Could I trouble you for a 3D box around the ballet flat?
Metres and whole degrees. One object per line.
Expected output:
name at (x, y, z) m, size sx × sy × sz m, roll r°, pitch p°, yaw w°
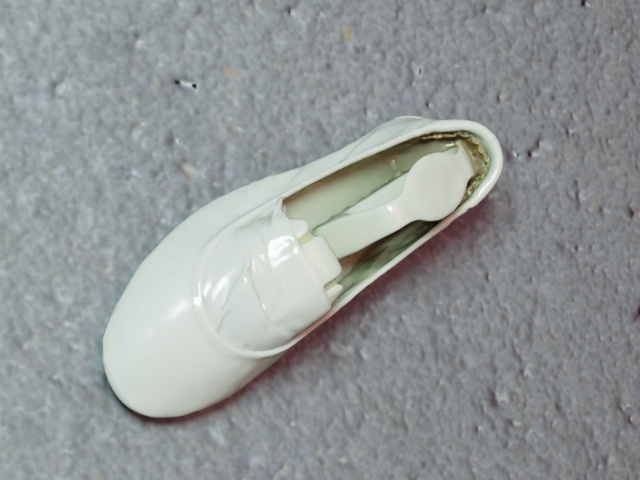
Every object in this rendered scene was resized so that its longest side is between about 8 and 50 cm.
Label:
ballet flat at (0.000, 0.000, 1.213) m, size 0.400 × 0.139 × 0.139 m, roll -34°, pitch 100°, yaw -35°
